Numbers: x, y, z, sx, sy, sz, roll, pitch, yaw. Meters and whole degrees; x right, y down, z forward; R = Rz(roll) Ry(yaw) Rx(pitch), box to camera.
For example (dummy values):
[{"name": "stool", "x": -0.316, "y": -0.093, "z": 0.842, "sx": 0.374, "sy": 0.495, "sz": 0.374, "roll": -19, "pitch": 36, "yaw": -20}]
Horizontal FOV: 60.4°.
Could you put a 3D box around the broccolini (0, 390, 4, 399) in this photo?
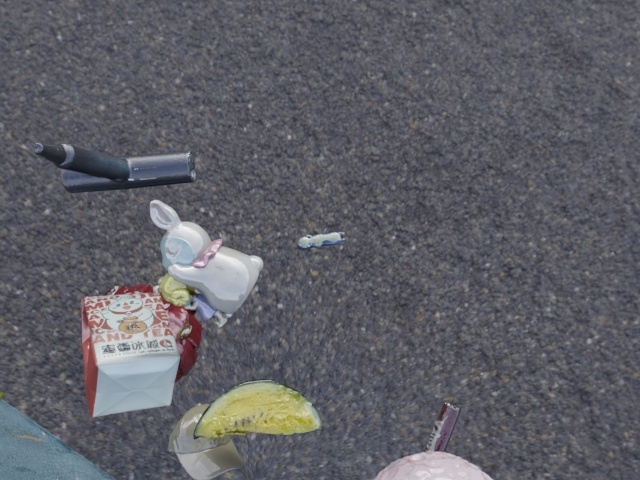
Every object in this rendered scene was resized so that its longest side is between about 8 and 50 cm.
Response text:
[{"name": "broccolini", "x": -0.303, "y": 0.185, "z": 0.399, "sx": 0.058, "sy": 0.254, "sz": 0.071, "roll": -11, "pitch": 102, "yaw": -9}]

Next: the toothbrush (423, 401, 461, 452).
[{"name": "toothbrush", "x": 0.192, "y": 0.490, "z": 1.072, "sx": 0.041, "sy": 0.041, "sz": 0.363, "roll": 24, "pitch": 80, "yaw": 4}]

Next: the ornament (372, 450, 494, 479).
[{"name": "ornament", "x": 0.177, "y": 0.454, "z": 0.819, "sx": 0.260, "sy": 0.225, "sz": 0.259, "roll": 1, "pitch": 78, "yaw": -2}]

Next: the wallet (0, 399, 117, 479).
[{"name": "wallet", "x": -0.398, "y": 0.394, "z": 0.834, "sx": 0.379, "sy": 0.190, "sz": 0.046, "roll": 37, "pitch": 102, "yaw": -8}]

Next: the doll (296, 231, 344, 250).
[{"name": "doll", "x": 0.000, "y": 0.000, "z": 1.366, "sx": 0.125, "sy": 0.027, "sz": 0.037, "roll": -11, "pitch": 61, "yaw": 13}]

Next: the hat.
[{"name": "hat", "x": -0.266, "y": 0.484, "z": 1.345, "sx": 0.166, "sy": 0.173, "sz": 0.144, "roll": -4, "pitch": 88, "yaw": -39}]

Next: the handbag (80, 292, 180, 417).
[{"name": "handbag", "x": -0.413, "y": 0.204, "z": 1.153, "sx": 0.171, "sy": 0.151, "sz": 0.298, "roll": 0, "pitch": 34, "yaw": -30}]

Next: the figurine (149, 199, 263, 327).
[{"name": "figurine", "x": -0.242, "y": 0.040, "z": 1.018, "sx": 0.236, "sy": 0.127, "sz": 0.155, "roll": 35, "pitch": 102, "yaw": -13}]

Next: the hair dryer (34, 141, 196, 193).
[{"name": "hair dryer", "x": -0.257, "y": -0.096, "z": 0.672, "sx": 0.173, "sy": 0.195, "sz": 0.050, "roll": -7, "pitch": 88, "yaw": -1}]

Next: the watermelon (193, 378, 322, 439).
[{"name": "watermelon", "x": -0.144, "y": 0.401, "z": 1.290, "sx": 0.301, "sy": 0.123, "sz": 0.129, "roll": 4, "pitch": 53, "yaw": -17}]

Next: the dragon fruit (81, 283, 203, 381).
[{"name": "dragon fruit", "x": -0.493, "y": 0.275, "z": 1.531, "sx": 0.330, "sy": 0.329, "sz": 0.329, "roll": 3, "pitch": 66, "yaw": -6}]
